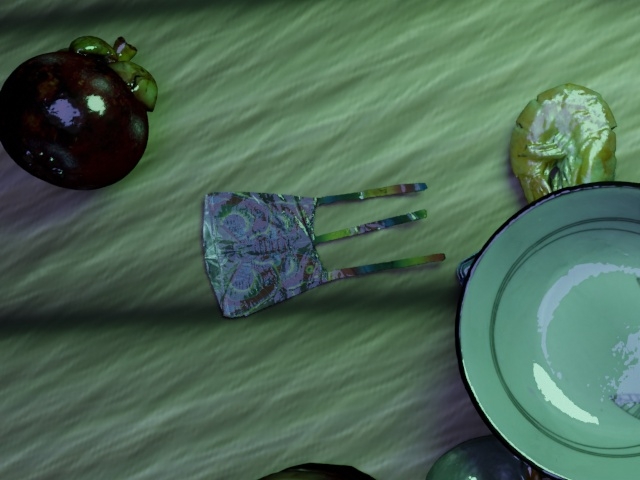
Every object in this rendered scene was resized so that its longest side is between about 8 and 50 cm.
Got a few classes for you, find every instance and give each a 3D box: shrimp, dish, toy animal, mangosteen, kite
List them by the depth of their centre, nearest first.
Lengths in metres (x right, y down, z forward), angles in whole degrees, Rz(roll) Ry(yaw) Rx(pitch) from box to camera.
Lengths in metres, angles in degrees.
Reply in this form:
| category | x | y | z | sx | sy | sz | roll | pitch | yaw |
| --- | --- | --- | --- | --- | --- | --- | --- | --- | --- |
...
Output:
| category | x | y | z | sx | sy | sz | roll | pitch | yaw |
| --- | --- | --- | --- | --- | --- | --- | --- | --- | --- |
| dish | 0.300 | 0.100 | 1.136 | 0.316 | 0.106 | 0.316 | -4 | 78 | 19 |
| toy animal | 0.211 | 0.231 | 1.199 | 0.138 | 0.108 | 0.236 | 33 | 93 | 11 |
| shrimp | 0.268 | -0.066 | 1.232 | 0.115 | 0.051 | 0.217 | 2 | 88 | 18 |
| mangosteen | -0.278 | -0.155 | 1.297 | 0.200 | 0.200 | 0.200 | -1 | 87 | 11 |
| kite | 0.000 | 0.000 | 1.302 | 0.285 | 0.015 | 0.152 | -9 | 88 | 14 |

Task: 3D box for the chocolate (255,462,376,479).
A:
| category | x | y | z | sx | sy | sz | roll | pitch | yaw |
| --- | --- | --- | --- | --- | --- | --- | --- | --- | --- |
| chocolate | -0.025 | 0.390 | 1.200 | 0.283 | 0.186 | 0.283 | 0 | 87 | 11 |

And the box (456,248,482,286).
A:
| category | x | y | z | sx | sy | sz | roll | pitch | yaw |
| --- | --- | --- | --- | --- | --- | --- | --- | --- | --- |
| box | 0.205 | 0.035 | 1.236 | 0.099 | 0.054 | 0.074 | -32 | 80 | 9 |
